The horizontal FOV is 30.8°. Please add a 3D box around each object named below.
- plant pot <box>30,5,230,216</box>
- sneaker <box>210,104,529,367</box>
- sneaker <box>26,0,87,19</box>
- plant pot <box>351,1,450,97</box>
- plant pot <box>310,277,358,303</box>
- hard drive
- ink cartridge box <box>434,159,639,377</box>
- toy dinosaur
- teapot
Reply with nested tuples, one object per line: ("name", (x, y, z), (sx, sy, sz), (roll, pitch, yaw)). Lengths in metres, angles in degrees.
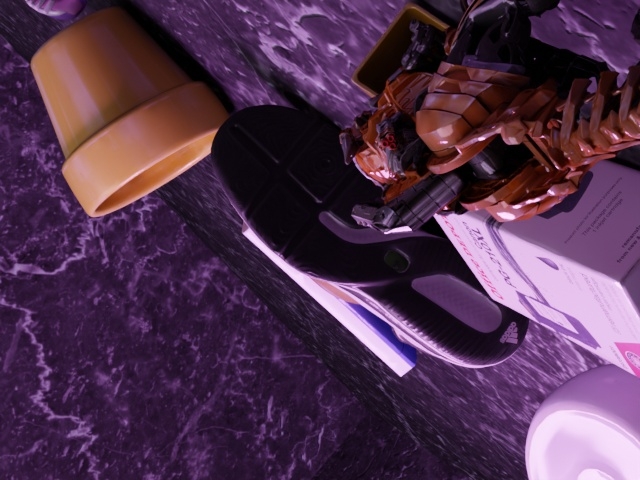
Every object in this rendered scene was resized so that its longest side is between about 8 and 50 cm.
("plant pot", (-0.290, -0.199, 1.695), (0.239, 0.254, 0.254), (58, 169, 0))
("sneaker", (0.045, 0.022, 1.482), (0.447, 0.169, 0.257), (38, 168, 7))
("sneaker", (-0.397, -0.379, 1.735), (0.236, 0.095, 0.104), (39, 177, 45))
("plant pot", (0.089, -0.130, 0.959), (0.081, 0.081, 0.083), (38, -179, 23))
("plant pot", (0.000, 0.000, 1.627), (0.236, 0.032, 0.236), (43, -159, -21))
("hard drive", (0.019, 0.037, 1.712), (0.318, 0.040, 0.210), (43, -159, -18))
("ink cartridge box", (0.219, 0.010, 0.977), (0.237, 0.100, 0.172), (30, 163, 50))
("toy dinosaur", (0.122, -0.076, 0.654), (0.322, 0.218, 0.164), (30, 163, 51))
("teapot", (0.351, 0.225, 1.175), (0.256, 0.187, 0.252), (56, 147, 19))
